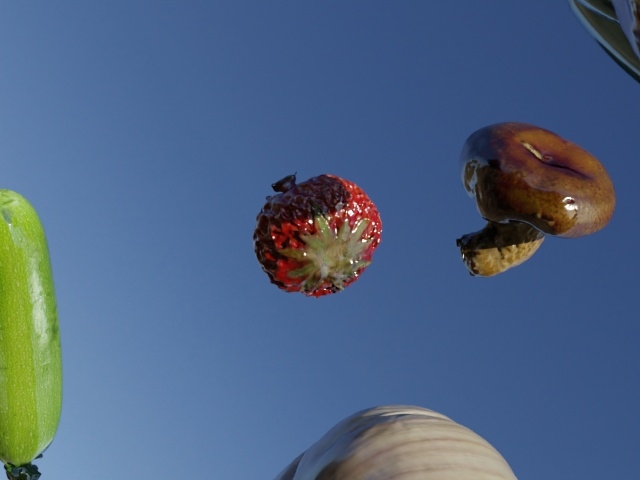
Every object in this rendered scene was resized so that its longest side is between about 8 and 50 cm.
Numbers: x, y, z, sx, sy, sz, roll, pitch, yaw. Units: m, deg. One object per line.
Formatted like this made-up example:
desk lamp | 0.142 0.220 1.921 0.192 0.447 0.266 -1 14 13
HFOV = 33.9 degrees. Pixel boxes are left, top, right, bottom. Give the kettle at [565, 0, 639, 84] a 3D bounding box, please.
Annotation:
kettle | 0.435 -0.272 1.229 0.342 0.319 0.247 32 -63 15

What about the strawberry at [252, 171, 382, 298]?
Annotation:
strawberry | 0.000 0.000 1.105 0.086 0.145 0.145 44 -28 53

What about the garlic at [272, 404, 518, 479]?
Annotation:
garlic | 0.062 0.289 0.946 0.259 0.317 0.317 15 -27 -24

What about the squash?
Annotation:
squash | -0.331 0.113 1.138 0.101 0.101 0.378 23 -57 34

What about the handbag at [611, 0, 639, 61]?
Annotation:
handbag | 0.294 -0.206 0.723 0.181 0.181 0.254 90 -9 -63

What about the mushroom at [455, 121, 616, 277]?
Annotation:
mushroom | 0.346 -0.082 1.722 0.267 0.267 0.254 42 -28 12
